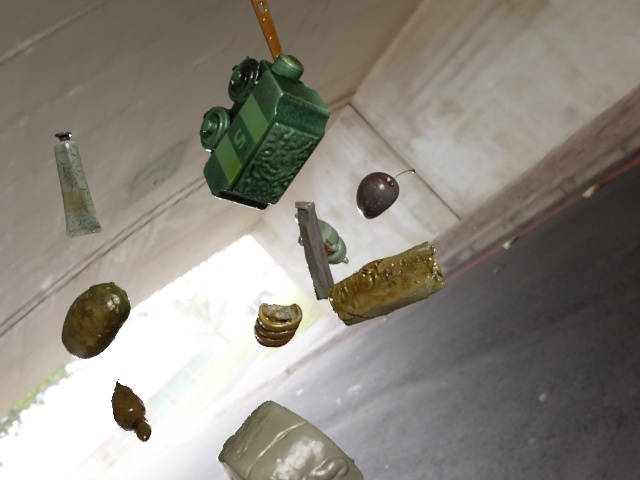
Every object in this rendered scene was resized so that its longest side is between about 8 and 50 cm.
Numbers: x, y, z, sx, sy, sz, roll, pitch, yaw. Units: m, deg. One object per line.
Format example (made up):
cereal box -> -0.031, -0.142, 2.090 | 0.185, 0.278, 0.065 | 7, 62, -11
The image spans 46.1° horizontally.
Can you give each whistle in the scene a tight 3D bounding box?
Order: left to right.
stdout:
whistle -> 0.002, -0.001, 2.032 | 0.101, 0.253, 0.106 | -3, 59, 27

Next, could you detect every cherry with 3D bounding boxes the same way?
cherry -> 0.176, -0.132, 2.139 | 0.188, 0.115, 0.148 | -18, -64, -57

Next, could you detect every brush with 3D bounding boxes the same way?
brush -> -0.092, -0.404, 1.631 | 0.017, 0.315, 0.090 | -10, 16, 41

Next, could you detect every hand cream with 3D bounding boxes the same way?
hand cream -> -0.460, -0.105, 1.401 | 0.067, 0.195, 0.042 | -12, 0, -8

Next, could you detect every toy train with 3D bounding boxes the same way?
toy train -> -0.115, -0.213, 1.480 | 0.166, 0.238, 0.299 | 14, -55, -38

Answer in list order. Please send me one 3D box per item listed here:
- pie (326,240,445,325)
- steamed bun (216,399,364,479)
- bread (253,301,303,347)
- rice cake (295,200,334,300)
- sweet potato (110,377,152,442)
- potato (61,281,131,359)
pie -> 0.155, 0.103, 1.740 | 0.282, 0.129, 0.068 | -25, -10, 19
steamed bun -> -0.042, 0.568, 1.767 | 0.247, 0.383, 0.236 | -49, 27, -23
bread -> -0.114, 0.226, 1.994 | 0.119, 0.084, 0.177 | -4, -34, -18
rice cake -> -0.010, 0.027, 1.839 | 0.055, 0.270, 0.049 | -4, 20, 33
sweet potato -> -0.413, 0.385, 1.644 | 0.075, 0.075, 0.269 | -43, 30, -10
potato -> -0.670, 0.241, 2.213 | 0.141, 0.176, 0.298 | 18, -55, -45
